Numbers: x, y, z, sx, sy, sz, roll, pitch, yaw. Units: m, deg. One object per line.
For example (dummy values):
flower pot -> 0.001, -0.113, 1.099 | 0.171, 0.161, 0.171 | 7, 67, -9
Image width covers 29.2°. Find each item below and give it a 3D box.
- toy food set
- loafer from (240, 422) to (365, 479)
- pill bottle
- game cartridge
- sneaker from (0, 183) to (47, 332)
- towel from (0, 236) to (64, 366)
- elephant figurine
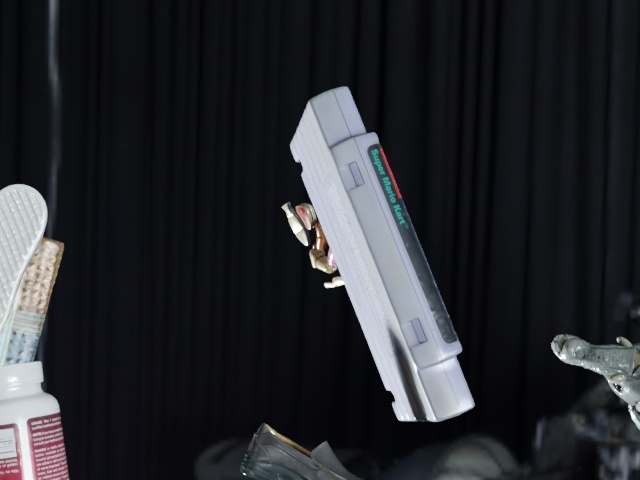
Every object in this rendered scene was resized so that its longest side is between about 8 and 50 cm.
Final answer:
toy food set -> 0.000, 0.000, 1.561 | 0.019, 0.122, 0.078 | -30, -173, -28
loafer -> -0.002, 0.253, 1.365 | 0.170, 0.061, 0.062 | 16, 174, 6
pill bottle -> -0.268, 0.185, 1.081 | 0.086, 0.152, 0.086 | -8, 176, 0
game cartridge -> 0.063, 0.024, 1.337 | 0.068, 0.355, 0.230 | -20, 175, -13
sneaker -> -0.440, 0.059, 1.584 | 0.102, 0.282, 0.161 | 35, 170, -15
towel -> -0.629, 0.085, 2.035 | 0.370, 0.271, 0.040 | 16, 179, -33
elephant figurine -> 0.468, 0.187, 1.666 | 0.239, 0.186, 0.169 | 0, -157, 45
